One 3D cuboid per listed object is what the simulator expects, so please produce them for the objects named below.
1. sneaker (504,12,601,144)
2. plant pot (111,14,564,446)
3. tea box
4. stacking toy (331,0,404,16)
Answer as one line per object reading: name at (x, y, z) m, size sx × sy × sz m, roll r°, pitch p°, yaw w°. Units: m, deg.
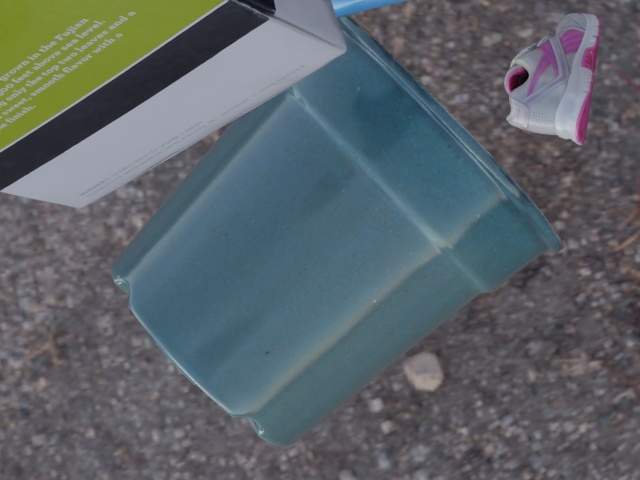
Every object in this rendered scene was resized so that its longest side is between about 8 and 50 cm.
sneaker at (0.295, -0.219, 1.725) m, size 0.111 × 0.252 × 0.103 m, roll 8°, pitch 125°, yaw 11°
plant pot at (0.000, 0.000, 1.316) m, size 0.334 × 0.341 × 0.341 m, roll -45°, pitch 70°, yaw 3°
tea box at (-0.195, -0.227, 0.729) m, size 0.220 × 0.323 × 0.329 m, roll -28°, pitch 67°, yaw 26°
stacking toy at (0.074, -0.290, 1.173) m, size 0.175 × 0.302 × 0.165 m, roll -10°, pitch 98°, yaw 14°
